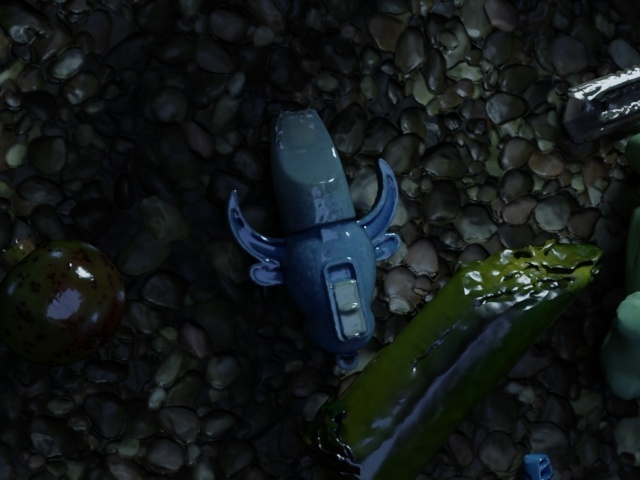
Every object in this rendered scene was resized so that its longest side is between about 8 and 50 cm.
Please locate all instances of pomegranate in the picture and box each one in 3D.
[{"bbox_3d":[-0.246,0.053,1.203,0.130,0.130,0.130,-1,92,-17],"label":"pomegranate"}]

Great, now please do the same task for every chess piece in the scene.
[{"bbox_3d":[0.367,0.027,1.364,0.176,0.176,0.298,22,87,-17],"label":"chess piece"}]

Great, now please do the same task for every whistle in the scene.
[{"bbox_3d":[0.000,0.000,1.299,0.180,0.093,0.269,-12,89,-15],"label":"whistle"}]

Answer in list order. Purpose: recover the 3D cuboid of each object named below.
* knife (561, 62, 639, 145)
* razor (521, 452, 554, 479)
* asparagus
[{"bbox_3d":[0.431,-0.184,1.443,0.365,0.043,0.089,-19,96,-15],"label":"knife"},{"bbox_3d":[0.242,0.358,1.405,0.082,0.042,0.253,-8,95,-59],"label":"razor"},{"bbox_3d":[0.145,0.109,1.334,0.382,0.108,0.128,-45,98,-13],"label":"asparagus"}]
